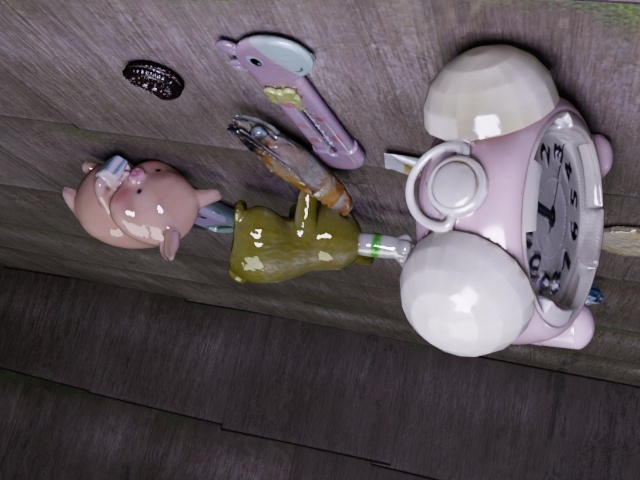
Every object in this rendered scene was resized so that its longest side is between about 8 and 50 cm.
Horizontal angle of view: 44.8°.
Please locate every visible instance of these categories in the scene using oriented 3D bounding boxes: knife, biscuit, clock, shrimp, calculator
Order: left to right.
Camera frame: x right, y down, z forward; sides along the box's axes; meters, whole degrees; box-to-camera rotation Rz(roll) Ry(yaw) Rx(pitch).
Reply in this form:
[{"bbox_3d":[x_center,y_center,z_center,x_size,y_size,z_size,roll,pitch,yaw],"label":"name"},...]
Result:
[{"bbox_3d":[-0.245,-0.235,1.144,0.087,0.027,0.089,11,166,7],"label":"biscuit"},{"bbox_3d":[-0.276,-0.070,1.783,0.246,0.045,0.141,25,162,-37],"label":"calculator"},{"bbox_3d":[-0.056,-0.131,1.267,0.164,0.062,0.317,35,-179,42],"label":"shrimp"},{"bbox_3d":[-0.018,-0.182,1.122,0.132,0.038,0.398,10,167,24],"label":"knife"},{"bbox_3d":[0.222,-0.030,0.918,0.184,0.342,0.326,-2,169,31],"label":"clock"},{"bbox_3d":[0.552,0.004,1.366,0.152,0.020,0.152,13,167,3],"label":"biscuit"}]

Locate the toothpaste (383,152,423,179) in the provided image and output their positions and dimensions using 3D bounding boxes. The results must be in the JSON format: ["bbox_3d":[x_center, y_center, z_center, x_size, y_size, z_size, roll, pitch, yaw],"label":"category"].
[{"bbox_3d":[0.253,-0.091,1.223,0.315,0.056,0.058,14,126,9],"label":"toothpaste"}]

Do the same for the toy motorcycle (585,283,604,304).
[{"bbox_3d":[0.512,0.127,1.702,0.204,0.108,0.239,9,166,17],"label":"toy motorcycle"}]

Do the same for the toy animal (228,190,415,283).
[{"bbox_3d":[-0.009,-0.017,1.547,0.363,0.180,0.181,-7,176,-10],"label":"toy animal"}]

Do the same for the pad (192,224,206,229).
[{"bbox_3d":[-0.276,-0.047,1.967,0.243,0.004,0.164,6,164,27],"label":"pad"}]

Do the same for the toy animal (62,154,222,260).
[{"bbox_3d":[-0.367,-0.082,1.579,0.256,0.195,0.213,-5,132,49],"label":"toy animal"}]

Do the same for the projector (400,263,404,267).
[{"bbox_3d":[0.328,0.108,1.695,0.259,0.079,0.257,50,155,-16],"label":"projector"}]
